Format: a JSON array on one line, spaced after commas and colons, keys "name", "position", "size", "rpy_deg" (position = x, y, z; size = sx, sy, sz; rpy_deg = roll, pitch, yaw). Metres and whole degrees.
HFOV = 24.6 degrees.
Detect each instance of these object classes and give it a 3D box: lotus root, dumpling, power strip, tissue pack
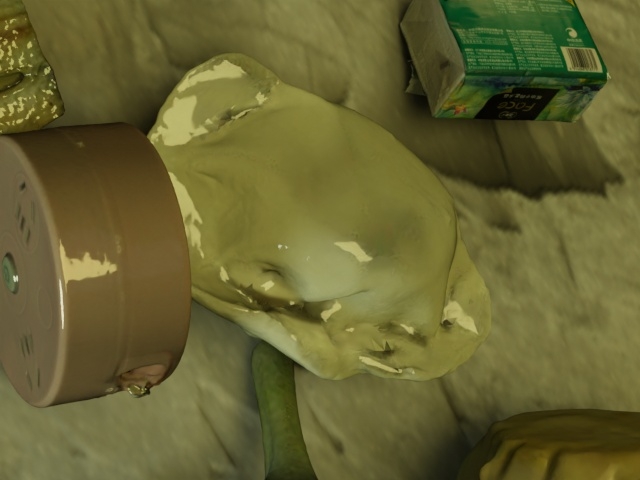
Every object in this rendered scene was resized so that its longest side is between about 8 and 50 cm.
[{"name": "lotus root", "position": [-0.230, -0.115, 0.802], "size": [0.144, 0.070, 0.143], "rpy_deg": [-18, 102, -30]}, {"name": "dumpling", "position": [0.000, 0.000, 0.875], "size": [0.250, 0.132, 0.162], "rpy_deg": [38, 64, -17]}, {"name": "power strip", "position": [-0.132, 0.015, 0.799], "size": [0.078, 0.154, 0.154], "rpy_deg": [-8, 92, -29]}, {"name": "tissue pack", "position": [0.116, -0.119, 0.973], "size": [0.111, 0.079, 0.085], "rpy_deg": [-1, 57, -26]}]

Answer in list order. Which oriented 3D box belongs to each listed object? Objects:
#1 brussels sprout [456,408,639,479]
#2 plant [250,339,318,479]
[{"name": "brussels sprout", "position": [0.201, 0.270, 0.893], "size": [0.344, 0.268, 0.344], "rpy_deg": [0, 90, -16]}, {"name": "plant", "position": [-0.021, 0.218, 0.809], "size": [0.305, 0.297, 0.261], "rpy_deg": [3, 102, -14]}]
